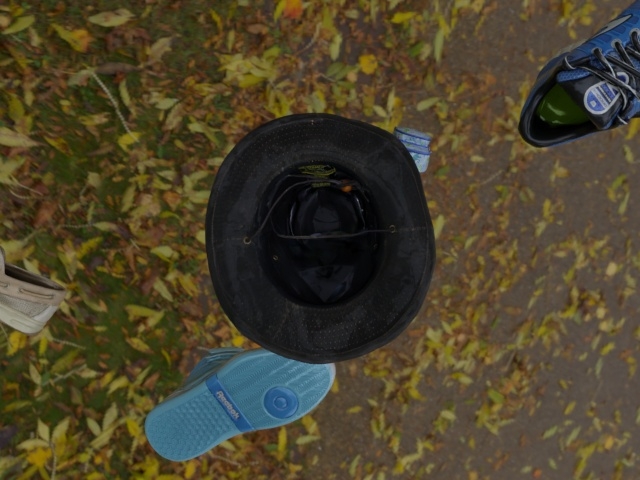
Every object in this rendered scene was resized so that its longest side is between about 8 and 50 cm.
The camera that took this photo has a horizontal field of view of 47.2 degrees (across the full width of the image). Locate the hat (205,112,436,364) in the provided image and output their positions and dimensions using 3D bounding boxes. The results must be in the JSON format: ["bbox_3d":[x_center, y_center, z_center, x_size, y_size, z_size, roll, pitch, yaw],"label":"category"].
[{"bbox_3d":[0.000,0.000,1.002,0.331,0.134,0.331,-1,82,5],"label":"hat"}]

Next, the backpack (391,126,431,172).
[{"bbox_3d":[0.188,-0.197,1.575,0.105,0.114,0.084,15,112,-2],"label":"backpack"}]

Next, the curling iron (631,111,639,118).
[{"bbox_3d":[0.478,-0.214,1.253,0.068,0.274,0.035,29,66,-44],"label":"curling iron"}]

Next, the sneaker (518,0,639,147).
[{"bbox_3d":[0.341,-0.186,0.784,0.130,0.330,0.147,45,56,-4],"label":"sneaker"}]

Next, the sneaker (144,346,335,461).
[{"bbox_3d":[-0.109,0.211,1.149,0.319,0.208,0.127,-24,100,18],"label":"sneaker"}]

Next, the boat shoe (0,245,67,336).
[{"bbox_3d":[-0.586,0.042,1.236,0.110,0.122,0.341,-50,137,-4],"label":"boat shoe"}]
